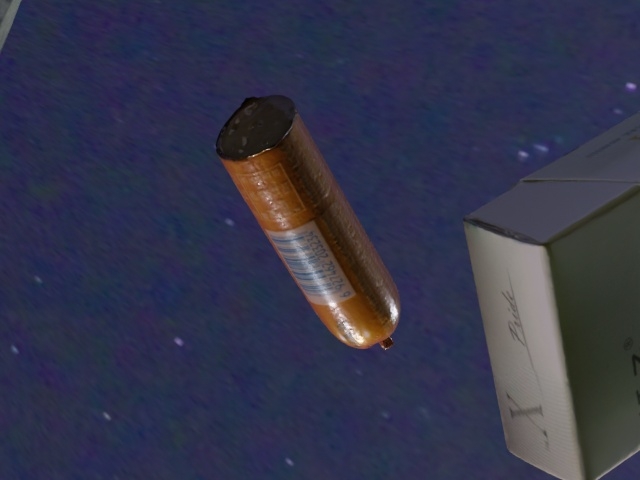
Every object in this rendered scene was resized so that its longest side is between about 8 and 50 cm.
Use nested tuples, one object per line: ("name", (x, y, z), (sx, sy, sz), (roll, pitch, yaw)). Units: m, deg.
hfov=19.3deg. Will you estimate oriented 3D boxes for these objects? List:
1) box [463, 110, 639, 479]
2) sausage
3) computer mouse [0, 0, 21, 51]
("box", (0.115, -0.001, 0.574), (0.154, 0.040, 0.084), (-30, -55, -30))
("sausage", (0.000, 0.000, 0.631), (0.031, 0.031, 0.107), (-38, -53, -11))
("computer mouse", (-0.197, -0.095, 0.753), (0.090, 0.167, 0.379), (-26, -25, -52))
